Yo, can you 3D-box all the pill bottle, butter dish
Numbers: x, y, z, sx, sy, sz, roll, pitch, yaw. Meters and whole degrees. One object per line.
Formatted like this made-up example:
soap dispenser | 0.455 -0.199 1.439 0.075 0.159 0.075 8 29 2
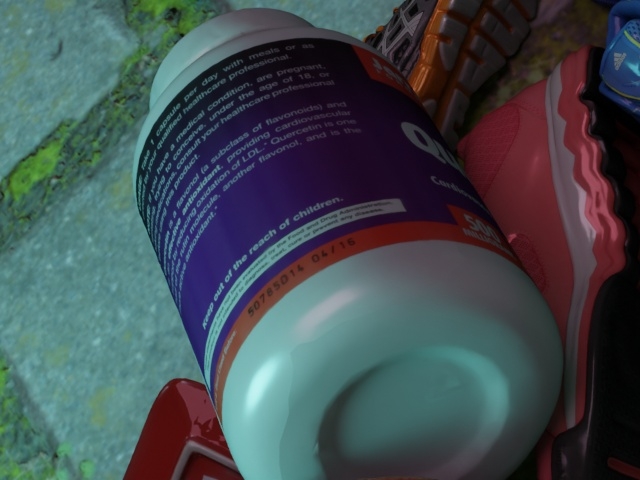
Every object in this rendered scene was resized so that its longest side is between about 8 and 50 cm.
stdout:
pill bottle | 0.000 0.000 1.118 0.181 0.181 0.323 -38 40 10
butter dish | -0.033 0.167 1.184 0.160 0.118 0.159 26 108 11

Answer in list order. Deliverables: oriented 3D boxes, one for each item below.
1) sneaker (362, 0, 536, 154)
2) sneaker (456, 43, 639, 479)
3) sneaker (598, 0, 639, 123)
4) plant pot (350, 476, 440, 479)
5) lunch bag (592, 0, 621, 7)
sneaker | 0.066 -0.124 1.292 0.083 0.084 0.215 25 82 43
sneaker | 0.137 0.041 1.162 0.136 0.116 0.313 -23 50 35
sneaker | 0.219 -0.057 1.112 0.240 0.126 0.091 -105 34 -50
plant pot | 0.037 0.268 0.988 0.275 0.275 0.243 -23 53 20
lunch bag | 0.260 -0.292 1.240 0.243 0.115 0.303 4 69 36
